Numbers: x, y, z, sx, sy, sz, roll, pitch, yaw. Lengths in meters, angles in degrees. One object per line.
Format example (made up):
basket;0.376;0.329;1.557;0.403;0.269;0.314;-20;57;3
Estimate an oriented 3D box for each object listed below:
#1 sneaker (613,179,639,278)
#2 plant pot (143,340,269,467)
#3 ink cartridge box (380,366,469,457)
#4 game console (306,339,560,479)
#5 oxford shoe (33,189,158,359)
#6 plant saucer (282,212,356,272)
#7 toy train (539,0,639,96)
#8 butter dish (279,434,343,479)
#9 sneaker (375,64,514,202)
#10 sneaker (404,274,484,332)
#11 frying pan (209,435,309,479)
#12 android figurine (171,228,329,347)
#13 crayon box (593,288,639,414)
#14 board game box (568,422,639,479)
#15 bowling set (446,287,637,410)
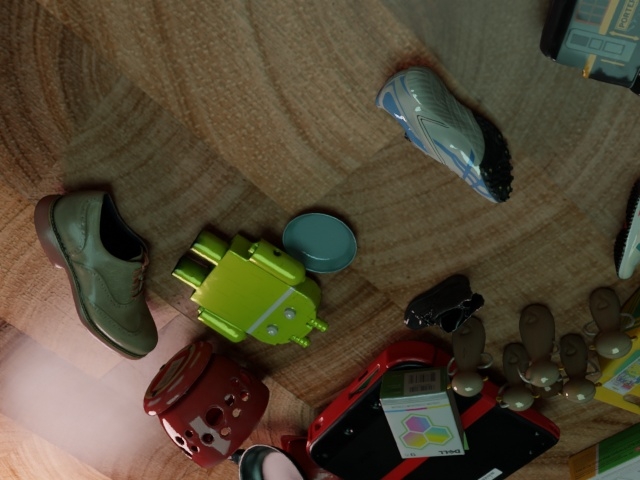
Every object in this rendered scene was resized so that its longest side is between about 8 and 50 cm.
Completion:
sneaker;0.457;-0.008;0.870;0.075;0.057;0.161;8;126;14
plant pot;-0.218;0.297;1.182;0.191;0.191;0.174;-32;109;31
ink cartridge box;0.181;0.312;1.069;0.109;0.062;0.209;-10;122;17
game console;0.189;0.371;1.182;0.342;0.060;0.386;30;125;-10
oxford shoe;-0.347;0.070;1.078;0.130;0.123;0.348;-11;125;14
plant saucer;0.000;0.000;1.004;0.119;0.021;0.119;6;128;8
toy train;0.350;-0.303;0.622;0.190;0.142;0.333;17;130;12
butter dish;-0.011;0.501;1.336;0.160;0.118;0.160;0;128;14
sneaker;0.170;-0.135;0.832;0.237;0.085;0.086;41;151;-23
sneaker;0.191;0.115;1.006;0.051;0.089;0.170;35;126;-14
frying pan;-0.139;0.506;1.334;0.326;0.053;0.197;1;102;39
android figurine;-0.114;0.092;1.074;0.273;0.056;0.248;35;132;-13
crayon box;0.567;0.142;0.945;0.203;0.083;0.322;20;128;-3
board game box;0.673;0.460;1.181;0.317;0.064;0.242;34;127;-14
bowling set;0.365;0.212;1.000;0.287;0.154;0.199;-19;121;26
